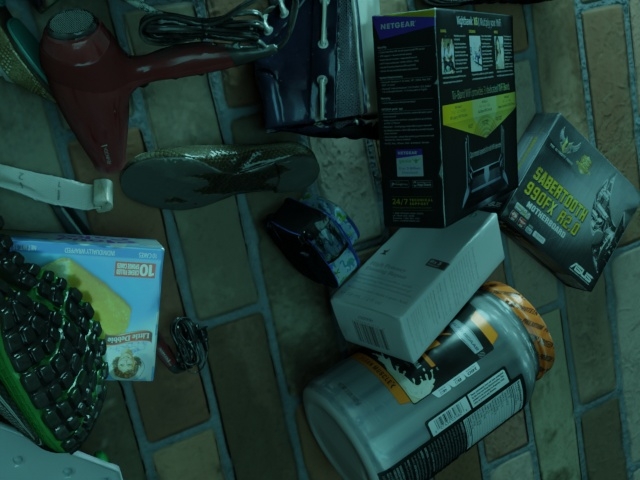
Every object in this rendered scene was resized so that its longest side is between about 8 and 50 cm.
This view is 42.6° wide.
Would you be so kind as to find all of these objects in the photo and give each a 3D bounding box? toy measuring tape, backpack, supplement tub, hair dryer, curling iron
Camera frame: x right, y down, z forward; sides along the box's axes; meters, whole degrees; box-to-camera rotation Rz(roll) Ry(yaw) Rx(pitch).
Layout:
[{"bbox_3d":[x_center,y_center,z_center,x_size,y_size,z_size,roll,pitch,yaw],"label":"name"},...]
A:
[{"bbox_3d":[-0.356,-0.107,0.839,0.330,0.121,0.121,14,91,-31],"label":"toy measuring tape"},{"bbox_3d":[0.000,0.000,1.050,0.084,0.105,0.114,-45,126,-18],"label":"backpack"},{"bbox_3d":[0.150,0.196,1.107,0.316,0.193,0.194,-30,110,-21],"label":"supplement tub"},{"bbox_3d":[-0.176,-0.177,0.856,0.223,0.080,0.293,25,125,-30],"label":"hair dryer"},{"bbox_3d":[-0.229,0.055,0.983,0.274,0.035,0.068,51,53,-19],"label":"curling iron"}]

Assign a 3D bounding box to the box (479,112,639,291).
[{"bbox_3d":[0.375,-0.056,1.261,0.231,0.056,0.183,36,81,-27],"label":"box"}]

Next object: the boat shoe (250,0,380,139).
[{"bbox_3d":[-0.014,-0.286,0.990,0.158,0.127,0.341,-7,89,-3],"label":"boat shoe"}]

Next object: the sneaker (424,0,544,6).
[{"bbox_3d":[0.264,-0.412,1.124,0.281,0.106,0.163,-9,99,-25],"label":"sneaker"}]

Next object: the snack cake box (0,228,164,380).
[{"bbox_3d":[-0.310,0.068,0.886,0.264,0.089,0.152,4,95,-18],"label":"snack cake box"}]

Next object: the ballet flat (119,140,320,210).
[{"bbox_3d":[-0.122,-0.090,1.005,0.249,0.058,0.084,-8,137,-21],"label":"ballet flat"}]

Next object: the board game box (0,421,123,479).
[{"bbox_3d":[-0.470,0.317,0.840,0.390,0.050,0.390,31,97,-28],"label":"board game box"}]

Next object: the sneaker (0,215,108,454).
[{"bbox_3d":[-0.331,0.071,0.786,0.146,0.134,0.344,-20,114,23],"label":"sneaker"}]

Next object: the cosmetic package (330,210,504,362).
[{"bbox_3d":[0.133,0.047,1.080,0.231,0.117,0.086,-45,131,-33],"label":"cosmetic package"}]

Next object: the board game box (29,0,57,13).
[{"bbox_3d":[-0.304,-0.402,0.779,0.317,0.213,0.046,52,34,-24],"label":"board game box"}]

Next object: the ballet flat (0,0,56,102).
[{"bbox_3d":[-0.350,-0.226,0.865,0.067,0.073,0.206,-28,108,6],"label":"ballet flat"}]

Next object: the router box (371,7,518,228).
[{"bbox_3d":[0.169,-0.162,1.039,0.309,0.081,0.243,-22,111,-59],"label":"router box"}]
